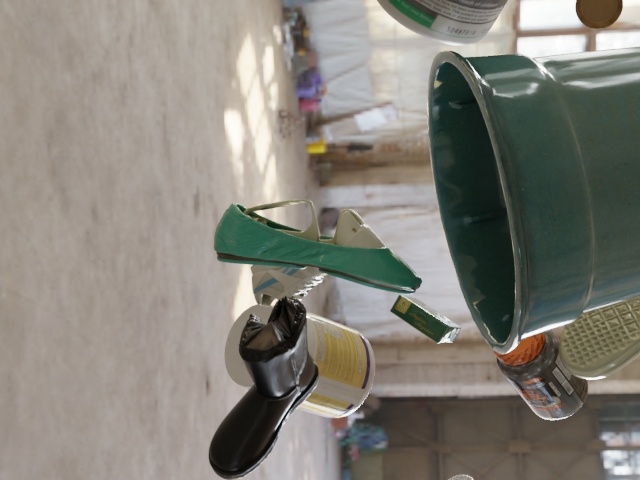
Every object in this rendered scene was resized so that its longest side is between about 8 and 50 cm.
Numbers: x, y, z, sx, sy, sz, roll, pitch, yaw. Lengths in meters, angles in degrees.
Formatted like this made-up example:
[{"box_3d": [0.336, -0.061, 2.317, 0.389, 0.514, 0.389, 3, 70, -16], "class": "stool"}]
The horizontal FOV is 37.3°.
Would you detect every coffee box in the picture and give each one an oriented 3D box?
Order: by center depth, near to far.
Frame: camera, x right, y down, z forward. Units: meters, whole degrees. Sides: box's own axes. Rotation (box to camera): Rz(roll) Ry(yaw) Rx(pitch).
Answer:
[{"box_3d": [0.202, 0.151, 1.805, 0.040, 0.113, 0.184, -57, 165, 4], "class": "coffee box"}]

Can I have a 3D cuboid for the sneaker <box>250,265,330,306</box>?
[{"box_3d": [-0.044, 0.081, 1.978, 0.087, 0.229, 0.092, 12, 69, -52], "class": "sneaker"}]

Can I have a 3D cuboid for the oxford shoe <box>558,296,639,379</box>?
[{"box_3d": [0.577, 0.096, 1.669, 0.449, 0.169, 0.130, -45, 133, -29], "class": "oxford shoe"}]

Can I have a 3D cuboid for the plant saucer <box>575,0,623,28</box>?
[{"box_3d": [0.502, -0.424, 1.710, 0.015, 0.083, 0.083, -49, 139, -65], "class": "plant saucer"}]

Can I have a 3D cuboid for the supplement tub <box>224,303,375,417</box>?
[{"box_3d": [-0.049, 0.297, 2.353, 0.331, 0.241, 0.241, 26, 56, -43], "class": "supplement tub"}]

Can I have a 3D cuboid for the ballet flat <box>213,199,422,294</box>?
[{"box_3d": [0.000, 0.000, 1.089, 0.083, 0.247, 0.087, -48, 148, -81], "class": "ballet flat"}]

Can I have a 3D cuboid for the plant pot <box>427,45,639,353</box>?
[{"box_3d": [0.324, -0.073, 1.067, 0.341, 0.334, 0.341, 169, -90, -85], "class": "plant pot"}]

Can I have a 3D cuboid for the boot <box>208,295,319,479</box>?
[{"box_3d": [-0.099, 0.221, 1.441, 0.246, 0.094, 0.207, -47, 149, -24], "class": "boot"}]

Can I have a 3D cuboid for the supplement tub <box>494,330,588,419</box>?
[{"box_3d": [0.387, 0.225, 1.682, 0.190, 0.117, 0.117, 48, 30, -34], "class": "supplement tub"}]

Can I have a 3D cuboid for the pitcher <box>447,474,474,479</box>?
[{"box_3d": [0.230, 0.578, 2.004, 0.178, 0.207, 0.125, -72, 144, -50], "class": "pitcher"}]

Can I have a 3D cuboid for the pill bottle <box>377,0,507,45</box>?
[{"box_3d": [0.226, -0.468, 1.309, 0.204, 0.204, 0.361, -87, -160, -44], "class": "pill bottle"}]
